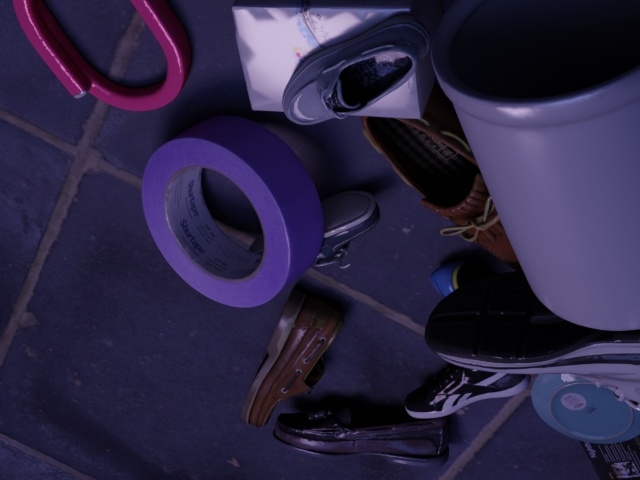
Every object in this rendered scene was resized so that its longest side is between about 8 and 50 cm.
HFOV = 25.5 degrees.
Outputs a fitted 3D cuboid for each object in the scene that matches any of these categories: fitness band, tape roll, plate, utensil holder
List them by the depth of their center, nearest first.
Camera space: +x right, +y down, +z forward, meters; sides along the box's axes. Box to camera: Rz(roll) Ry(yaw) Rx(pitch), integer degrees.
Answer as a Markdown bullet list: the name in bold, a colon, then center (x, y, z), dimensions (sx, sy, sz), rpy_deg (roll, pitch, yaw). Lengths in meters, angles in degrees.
- **utensil holder**: center (0.348, -0.125, 1.726), dimensions (0.327, 0.328, 0.385), rpy_deg (-7, 131, 25)
- **fitness band**: center (-0.309, -0.301, 1.995), dimensions (0.209, 0.054, 0.291), rpy_deg (-16, 125, 30)
- **tape roll**: center (-0.131, -0.042, 2.077), dimensions (0.275, 0.090, 0.275), rpy_deg (19, 127, 28)
- **plate**: center (0.412, 0.252, 2.144), dimensions (0.188, 0.024, 0.188), rpy_deg (11, 135, 11)

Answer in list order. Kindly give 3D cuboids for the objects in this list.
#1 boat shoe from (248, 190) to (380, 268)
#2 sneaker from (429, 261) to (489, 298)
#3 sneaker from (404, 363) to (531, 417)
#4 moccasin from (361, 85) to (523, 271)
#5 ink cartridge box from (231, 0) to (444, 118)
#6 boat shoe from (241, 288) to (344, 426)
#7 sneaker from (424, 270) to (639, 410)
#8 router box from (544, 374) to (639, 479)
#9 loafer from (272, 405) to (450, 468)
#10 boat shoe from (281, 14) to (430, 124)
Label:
- **boat shoe**: center (0.000, 0.000, 2.127), dimensions (0.254, 0.095, 0.079), rpy_deg (-24, 118, 36)
- **sneaker**: center (0.251, 0.107, 2.163), dimensions (0.209, 0.069, 0.082), rpy_deg (43, 150, -23)
- **sneaker**: center (0.215, 0.203, 2.254), dimensions (0.217, 0.079, 0.121), rpy_deg (-19, 119, 23)
- **moccasin**: center (0.198, -0.078, 1.948), dimensions (0.139, 0.147, 0.380), rpy_deg (-24, 120, 34)
- **ink cartridge box**: center (0.028, -0.274, 1.817), dimensions (0.232, 0.171, 0.168), rpy_deg (5, 132, 16)
- **boat shoe**: center (-0.049, 0.216, 2.328), dimensions (0.104, 0.111, 0.307), rpy_deg (23, 134, 0)
- **sneaker**: center (0.381, 0.181, 1.988), dimensions (0.447, 0.169, 0.257), rpy_deg (-3, 134, 27)
- **router box**: center (0.499, 0.237, 2.172), dimensions (0.243, 0.081, 0.309), rpy_deg (-12, 126, 28)
- **loafer**: center (0.071, 0.313, 2.396), dimensions (0.302, 0.109, 0.095), rpy_deg (7, 113, 6)
- **boat shoe**: center (0.033, -0.193, 1.711), dimensions (0.227, 0.081, 0.079), rpy_deg (-28, 117, 35)
